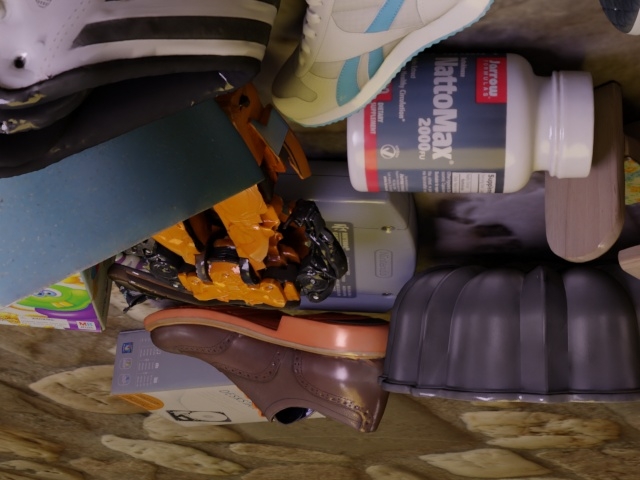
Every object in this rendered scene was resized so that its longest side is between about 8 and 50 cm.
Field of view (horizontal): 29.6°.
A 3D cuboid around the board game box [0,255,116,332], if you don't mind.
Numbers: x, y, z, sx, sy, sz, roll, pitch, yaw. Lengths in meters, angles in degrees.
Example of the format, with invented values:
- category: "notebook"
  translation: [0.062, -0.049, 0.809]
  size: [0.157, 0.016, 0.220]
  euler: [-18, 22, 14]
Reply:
- category: "board game box"
  translation: [-0.268, -0.034, 1.073]
  size: [0.142, 0.144, 0.275]
  euler: [4, 156, -1]

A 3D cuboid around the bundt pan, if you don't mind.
- category: "bundt pan"
  translation: [0.220, 0.084, 1.202]
  size: [0.331, 0.124, 0.331]
  euler: [0, 180, 0]

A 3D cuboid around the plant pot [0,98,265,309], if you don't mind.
- category: "plant pot"
  translation: [-0.207, -0.064, 0.775]
  size: [0.290, 0.195, 0.290]
  euler: [-25, -176, 2]

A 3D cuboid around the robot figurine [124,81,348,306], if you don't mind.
- category: "robot figurine"
  translation: [-0.088, -0.039, 1.005]
  size: [0.211, 0.085, 0.291]
  euler: [5, 148, 18]

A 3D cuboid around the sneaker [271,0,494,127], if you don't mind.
- category: "sneaker"
  translation: [0.025, -0.158, 0.827]
  size: [0.092, 0.087, 0.229]
  euler: [26, 144, -24]

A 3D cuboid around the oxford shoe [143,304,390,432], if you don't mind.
- category: "oxford shoe"
  translation: [-0.075, 0.142, 1.392]
  size: [0.364, 0.132, 0.130]
  euler: [4, -177, 43]

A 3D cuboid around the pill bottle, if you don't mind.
- category: "pill bottle"
  translation: [0.114, -0.090, 0.925]
  size: [0.180, 0.108, 0.108]
  euler: [0, 157, 7]

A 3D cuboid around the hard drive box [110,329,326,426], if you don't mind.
- category: "hard drive box"
  translation: [-0.131, 0.179, 1.618]
  size: [0.232, 0.089, 0.181]
  euler: [-9, 154, 27]

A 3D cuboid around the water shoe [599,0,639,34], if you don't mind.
- category: "water shoe"
  translation: [0.227, -0.203, 0.719]
  size: [0.080, 0.073, 0.203]
  euler: [-19, 161, -15]

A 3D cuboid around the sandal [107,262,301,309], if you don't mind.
- category: "sandal"
  translation: [-0.111, 0.034, 1.192]
  size: [0.219, 0.060, 0.090]
  euler: [8, 177, -35]

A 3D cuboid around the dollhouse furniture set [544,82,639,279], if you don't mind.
- category: "dollhouse furniture set"
  translation: [0.434, 0.019, 0.938]
  size: [0.362, 0.256, 0.394]
  euler: [25, 149, -39]

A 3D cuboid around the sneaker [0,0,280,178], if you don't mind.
- category: "sneaker"
  translation: [-0.211, -0.183, 0.571]
  size: [0.447, 0.257, 0.169]
  euler: [14, 155, -21]

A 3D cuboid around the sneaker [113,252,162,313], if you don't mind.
- category: "sneaker"
  translation: [-0.221, 0.049, 1.351]
  size: [0.098, 0.069, 0.038]
  euler: [5, 156, -2]

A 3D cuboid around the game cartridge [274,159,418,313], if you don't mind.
- category: "game cartridge"
  translation: [0.000, 0.000, 1.225]
  size: [0.198, 0.062, 0.297]
  euler: [-1, 157, 2]
